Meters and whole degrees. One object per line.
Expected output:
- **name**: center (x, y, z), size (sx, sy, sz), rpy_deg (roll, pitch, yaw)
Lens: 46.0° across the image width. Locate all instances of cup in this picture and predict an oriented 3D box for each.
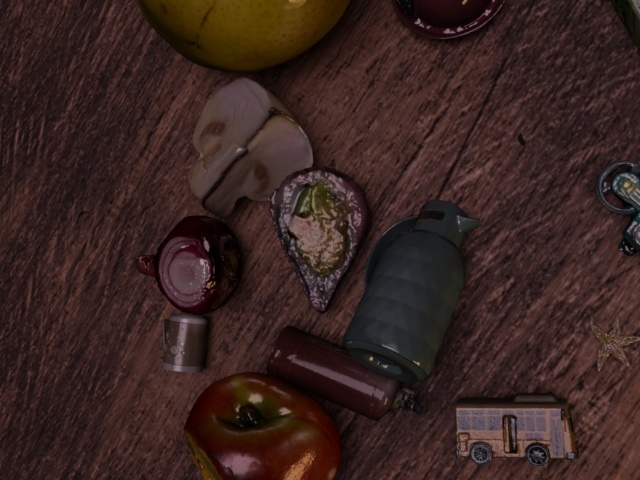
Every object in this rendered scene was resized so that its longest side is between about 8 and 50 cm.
- **cup**: center (-0.246, 0.183, 1.367), size (0.074, 0.102, 0.099), rpy_deg (9, 86, -21)

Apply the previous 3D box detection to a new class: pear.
- **pear**: center (-0.121, -0.451, 1.222), size (0.418, 0.362, 0.363), rpy_deg (-27, 77, 43)

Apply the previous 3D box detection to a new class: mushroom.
- **mushroom**: center (-0.120, -0.164, 1.328), size (0.236, 0.162, 0.173), rpy_deg (-46, 44, 23)

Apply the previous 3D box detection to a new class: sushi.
- **sushi**: center (0.017, -0.010, 1.275), size (0.161, 0.107, 0.241), rpy_deg (-23, 91, 4)

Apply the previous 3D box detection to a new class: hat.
- **hat**: center (0.214, -0.435, 1.256), size (0.205, 0.089, 0.206), rpy_deg (-1, 86, 17)

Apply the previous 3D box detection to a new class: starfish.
- **starfish**: center (0.451, 0.161, 1.179), size (0.092, 0.016, 0.086), rpy_deg (45, 97, 9)

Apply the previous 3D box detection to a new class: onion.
- **onion**: center (-0.229, 0.042, 1.342), size (0.198, 0.135, 0.173), rpy_deg (3, 89, 32)

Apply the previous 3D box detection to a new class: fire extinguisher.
- **fire extinguisher**: center (0.047, 0.231, 1.248), size (0.269, 0.105, 0.105), rpy_deg (21, 92, 17)

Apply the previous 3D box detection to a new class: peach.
- **peach**: center (-0.089, 0.353, 1.213), size (0.245, 0.275, 0.249), rpy_deg (-6, 44, -11)

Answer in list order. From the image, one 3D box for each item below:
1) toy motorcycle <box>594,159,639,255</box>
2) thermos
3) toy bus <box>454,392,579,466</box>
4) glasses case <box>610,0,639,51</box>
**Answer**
- **toy motorcycle**: center (0.554, -0.025, 1.116), size (0.198, 0.109, 0.296), rpy_deg (-42, 77, 7)
- **thermos**: center (0.141, 0.070, 1.203), size (0.182, 0.145, 0.287), rpy_deg (3, 59, 43)
- **toy bus**: center (0.304, 0.291, 1.175), size (0.182, 0.091, 0.103), rpy_deg (-4, 85, 18)
- **glasses case**: center (0.525, -0.312, 1.151), size (0.062, 0.095, 0.272), rpy_deg (-27, 79, 12)
